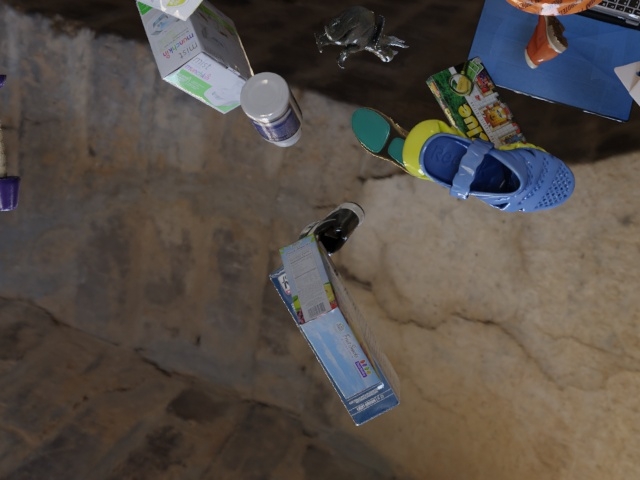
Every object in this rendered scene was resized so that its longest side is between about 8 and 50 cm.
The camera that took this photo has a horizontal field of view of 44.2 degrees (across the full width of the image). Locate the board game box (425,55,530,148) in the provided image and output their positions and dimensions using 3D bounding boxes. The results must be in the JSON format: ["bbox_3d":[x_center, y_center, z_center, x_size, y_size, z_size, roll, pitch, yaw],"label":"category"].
[{"bbox_3d":[0.337,-0.247,1.632,0.136,0.259,0.030,-28,175,-22],"label":"board game box"}]

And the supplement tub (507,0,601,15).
[{"bbox_3d":[0.272,-0.424,0.880,0.316,0.194,0.193,70,38,-55],"label":"supplement tub"}]

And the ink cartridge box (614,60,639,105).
[{"bbox_3d":[0.509,-0.192,1.075,0.115,0.198,0.067,-18,155,-30],"label":"ink cartridge box"}]

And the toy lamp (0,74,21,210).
[{"bbox_3d":[-0.661,-0.199,1.612,0.080,0.080,0.274,-35,125,-72],"label":"toy lamp"}]

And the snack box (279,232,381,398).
[{"bbox_3d":[0.013,0.115,1.249,0.174,0.070,0.207,61,4,-34],"label":"snack box"}]

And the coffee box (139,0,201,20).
[{"bbox_3d":[-0.271,-0.606,1.230,0.338,0.334,0.337,-14,-120,65],"label":"coffee box"}]

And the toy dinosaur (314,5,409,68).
[{"bbox_3d":[0.072,-0.495,1.842,0.160,0.121,0.313,-33,162,17],"label":"toy dinosaur"}]

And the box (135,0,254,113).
[{"bbox_3d":[-0.287,-0.465,1.898,0.262,0.127,0.231,20,45,-63],"label":"box"}]

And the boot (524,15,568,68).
[{"bbox_3d":[0.435,-0.400,1.554,0.085,0.059,0.158,-40,-159,37],"label":"boot"}]

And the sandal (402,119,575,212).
[{"bbox_3d":[0.293,-0.103,1.292,0.138,0.317,0.126,-132,-127,-59],"label":"sandal"}]

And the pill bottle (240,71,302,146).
[{"bbox_3d":[-0.086,-0.241,1.495,0.169,0.094,0.094,54,55,-71],"label":"pill bottle"}]

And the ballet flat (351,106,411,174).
[{"bbox_3d":[0.146,-0.184,1.532,0.073,0.232,0.080,13,115,-46],"label":"ballet flat"}]

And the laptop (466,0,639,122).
[{"bbox_3d":[0.562,-0.534,1.718,0.236,0.382,0.408,-66,172,-53],"label":"laptop"}]

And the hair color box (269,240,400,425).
[{"bbox_3d":[0.035,0.182,1.606,0.105,0.347,0.174,-29,-177,7],"label":"hair color box"}]

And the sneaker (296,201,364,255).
[{"bbox_3d":[0.000,0.000,1.814,0.234,0.078,0.106,-36,-168,41],"label":"sneaker"}]
